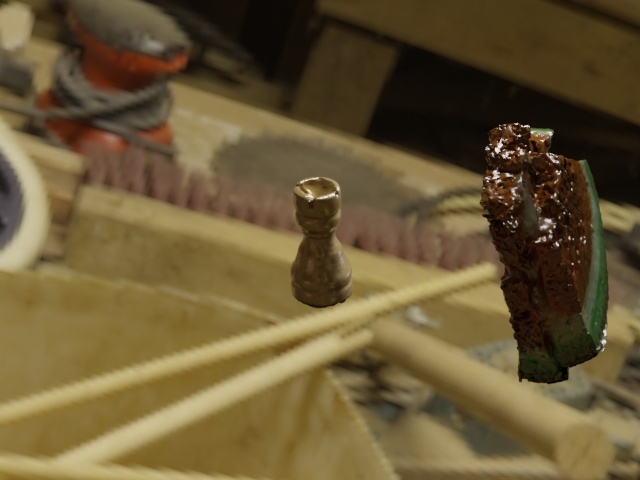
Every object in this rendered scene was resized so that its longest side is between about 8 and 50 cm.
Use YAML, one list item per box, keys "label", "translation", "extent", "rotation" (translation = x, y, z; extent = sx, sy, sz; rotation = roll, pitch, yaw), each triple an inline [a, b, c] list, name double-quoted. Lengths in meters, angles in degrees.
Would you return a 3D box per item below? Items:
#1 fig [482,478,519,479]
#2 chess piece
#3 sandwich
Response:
- label: "fig"
  translation: [0.207, 0.366, 1.844]
  extent: [0.224, 0.224, 0.263]
  rotation: [-22, 86, -54]
- label: "chess piece"
  translation: [0.000, 0.000, 1.817]
  extent: [0.066, 0.122, 0.066]
  rotation: [-1, 32, 1]
- label: "sandwich"
  translation: [0.187, -0.011, 1.492]
  extent: [0.079, 0.159, 0.235]
  rotation: [-9, 39, 15]
